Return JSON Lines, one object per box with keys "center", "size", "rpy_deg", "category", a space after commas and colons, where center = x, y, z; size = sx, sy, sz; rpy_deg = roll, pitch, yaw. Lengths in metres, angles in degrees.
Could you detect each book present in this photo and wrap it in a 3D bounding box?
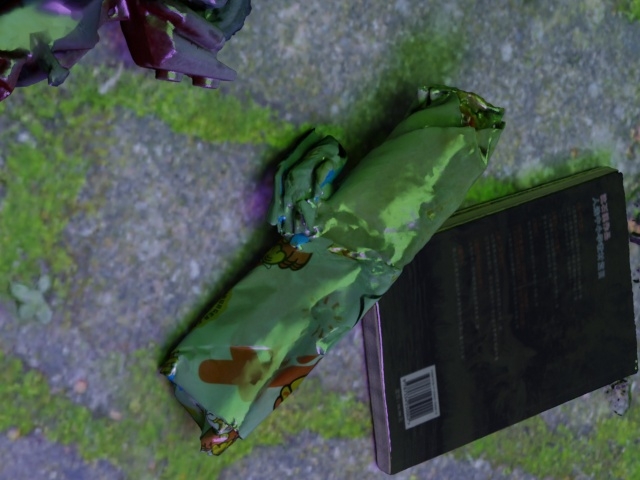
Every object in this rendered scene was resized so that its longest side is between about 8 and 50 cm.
{"center": [0.125, 0.051, 1.303], "size": [0.228, 0.024, 0.160], "rpy_deg": [-18, 110, -33], "category": "book"}

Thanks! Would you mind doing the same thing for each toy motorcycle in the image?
{"center": [-0.129, -0.122, 1.040], "size": [0.213, 0.082, 0.122], "rpy_deg": [7, 94, -36], "category": "toy motorcycle"}

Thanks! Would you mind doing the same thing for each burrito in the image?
{"center": [0.000, 0.000, 1.175], "size": [0.288, 0.054, 0.104], "rpy_deg": [-46, 103, -12], "category": "burrito"}
